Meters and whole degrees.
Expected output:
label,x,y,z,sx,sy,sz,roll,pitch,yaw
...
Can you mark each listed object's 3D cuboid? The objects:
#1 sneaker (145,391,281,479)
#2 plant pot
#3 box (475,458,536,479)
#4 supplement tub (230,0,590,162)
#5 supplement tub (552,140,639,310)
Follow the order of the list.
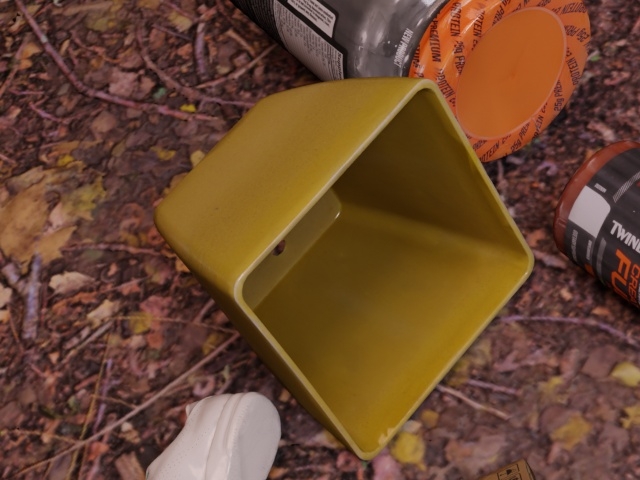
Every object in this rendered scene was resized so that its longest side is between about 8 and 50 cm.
label,x,y,z,sx,sy,sz,roll,pitch,yaw
sneaker,-0.106,0.208,1.088,0.094,0.080,0.212,-2,46,35
plant pot,0.000,0.000,1.118,0.212,0.212,0.187,-47,40,-15
box,0.073,0.217,0.945,0.164,0.021,0.201,-27,10,7
supplement tub,0.060,-0.220,1.246,0.207,0.207,0.338,-38,51,-9
supplement tub,0.269,0.014,1.050,0.106,0.106,0.198,-41,50,-11
